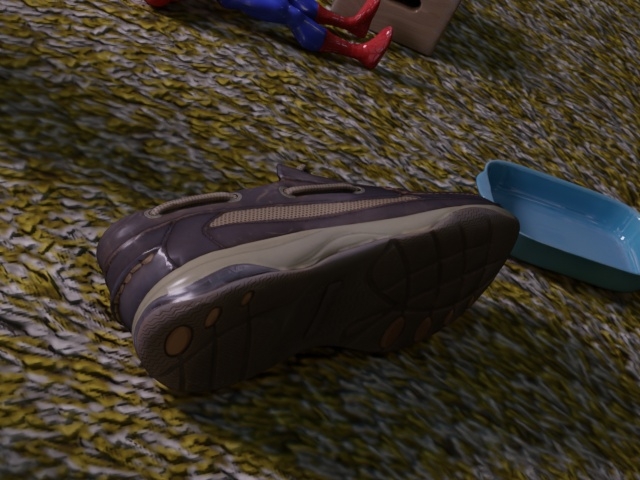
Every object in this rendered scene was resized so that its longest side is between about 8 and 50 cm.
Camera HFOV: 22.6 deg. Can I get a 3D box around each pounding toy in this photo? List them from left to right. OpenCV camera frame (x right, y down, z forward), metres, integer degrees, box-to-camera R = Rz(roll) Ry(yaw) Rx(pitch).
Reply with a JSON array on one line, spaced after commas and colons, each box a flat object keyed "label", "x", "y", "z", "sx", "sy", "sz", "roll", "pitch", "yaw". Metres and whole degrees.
[{"label": "pounding toy", "x": 0.069, "y": -0.267, "z": 1.574, "sx": 0.141, "sy": 0.100, "sz": 0.130, "roll": 23, "pitch": 33, "yaw": -9}]

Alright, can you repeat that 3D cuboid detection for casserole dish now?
[{"label": "casserole dish", "x": 0.212, "y": -0.008, "z": 1.386, "sx": 0.188, "sy": 0.037, "sz": 0.114, "roll": 17, "pitch": 35, "yaw": -16}]

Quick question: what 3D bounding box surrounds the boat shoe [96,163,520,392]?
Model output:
[{"label": "boat shoe", "x": 0.000, "y": 0.000, "z": 1.128, "sx": 0.355, "sy": 0.132, "sz": 0.130, "roll": -8, "pitch": 48, "yaw": -45}]

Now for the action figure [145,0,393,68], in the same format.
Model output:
[{"label": "action figure", "x": -0.058, "y": -0.256, "z": 1.437, "sx": 0.280, "sy": 0.139, "sz": 0.091, "roll": 11, "pitch": 35, "yaw": -22}]
